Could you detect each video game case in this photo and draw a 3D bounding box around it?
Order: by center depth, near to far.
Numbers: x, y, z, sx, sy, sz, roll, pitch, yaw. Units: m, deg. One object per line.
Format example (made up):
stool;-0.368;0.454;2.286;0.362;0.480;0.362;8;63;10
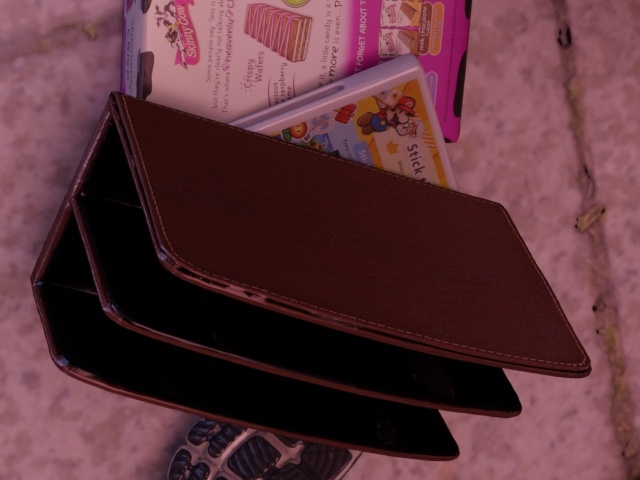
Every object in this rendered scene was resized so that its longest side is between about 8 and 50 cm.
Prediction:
video game case;0.000;0.000;1.375;0.206;0.026;0.227;-21;125;-3

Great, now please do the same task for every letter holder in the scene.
letter holder;-0.007;0.055;1.259;0.302;0.214;0.152;15;116;-25

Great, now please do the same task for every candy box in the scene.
candy box;-0.017;-0.150;1.352;0.233;0.071;0.159;0;106;-18

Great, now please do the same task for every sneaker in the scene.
sneaker;-0.067;0.204;1.420;0.275;0.107;0.110;-45;151;4
